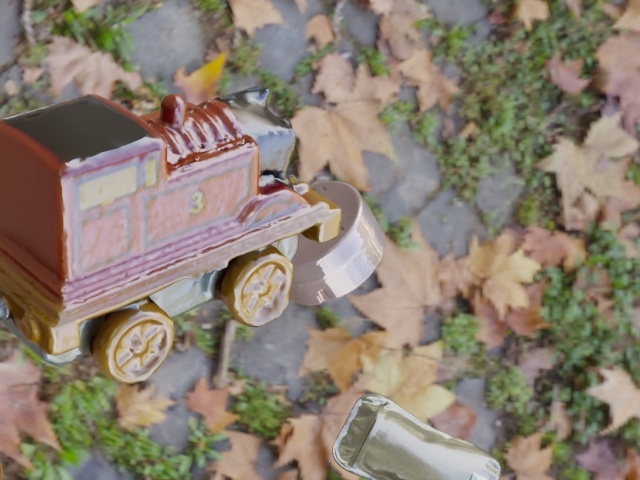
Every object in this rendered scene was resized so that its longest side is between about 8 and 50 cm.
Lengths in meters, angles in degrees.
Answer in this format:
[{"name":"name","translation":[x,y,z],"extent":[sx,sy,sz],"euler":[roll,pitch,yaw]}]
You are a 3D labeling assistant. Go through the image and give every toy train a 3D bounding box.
[{"name":"toy train","translation":[-0.158,-0.019,1.152],"extent":[0.369,0.163,0.232],"euler":[-23,132,-36]}]

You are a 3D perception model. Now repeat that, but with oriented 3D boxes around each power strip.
[{"name":"power strip","translation":[0.000,0.000,1.624],"extent":[0.154,0.154,0.078],"euler":[-51,129,-20]}]

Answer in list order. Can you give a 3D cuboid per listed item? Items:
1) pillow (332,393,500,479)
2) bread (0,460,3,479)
[{"name":"pillow","translation":[0.129,0.290,1.730],"extent":[0.217,0.033,0.130],"euler":[25,52,8]},{"name":"bread","translation":[-0.365,0.214,1.037],"extent":[0.232,0.135,0.247],"euler":[38,66,-9]}]
